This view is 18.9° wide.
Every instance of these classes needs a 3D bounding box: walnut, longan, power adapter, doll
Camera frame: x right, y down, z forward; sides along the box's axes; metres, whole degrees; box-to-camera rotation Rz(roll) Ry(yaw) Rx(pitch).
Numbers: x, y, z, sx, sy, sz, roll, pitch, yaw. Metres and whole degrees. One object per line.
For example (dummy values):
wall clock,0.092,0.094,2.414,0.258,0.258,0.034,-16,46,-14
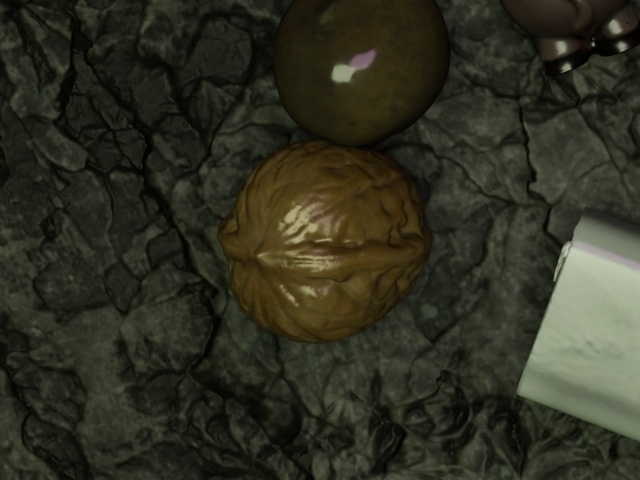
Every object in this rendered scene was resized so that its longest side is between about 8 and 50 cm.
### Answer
walnut,0.000,0.000,1.820,0.213,0.213,0.213,2,99,12
longan,0.037,-0.173,1.802,0.167,0.187,0.167,16,131,19
power adapter,0.332,0.099,1.807,0.255,0.124,0.187,20,103,8
doll,0.217,-0.288,1.777,0.182,0.117,0.257,-19,94,13
